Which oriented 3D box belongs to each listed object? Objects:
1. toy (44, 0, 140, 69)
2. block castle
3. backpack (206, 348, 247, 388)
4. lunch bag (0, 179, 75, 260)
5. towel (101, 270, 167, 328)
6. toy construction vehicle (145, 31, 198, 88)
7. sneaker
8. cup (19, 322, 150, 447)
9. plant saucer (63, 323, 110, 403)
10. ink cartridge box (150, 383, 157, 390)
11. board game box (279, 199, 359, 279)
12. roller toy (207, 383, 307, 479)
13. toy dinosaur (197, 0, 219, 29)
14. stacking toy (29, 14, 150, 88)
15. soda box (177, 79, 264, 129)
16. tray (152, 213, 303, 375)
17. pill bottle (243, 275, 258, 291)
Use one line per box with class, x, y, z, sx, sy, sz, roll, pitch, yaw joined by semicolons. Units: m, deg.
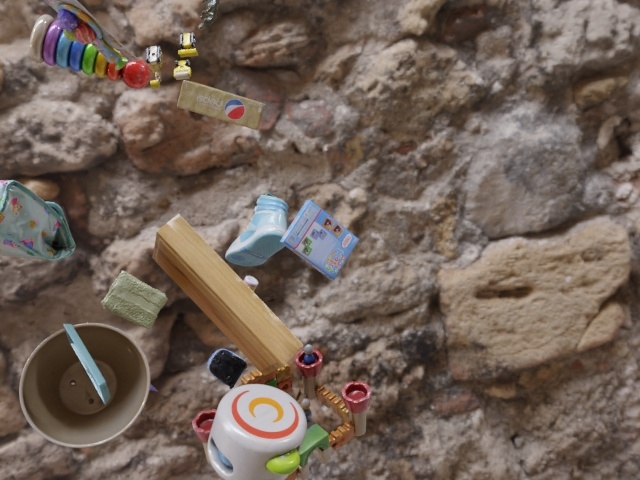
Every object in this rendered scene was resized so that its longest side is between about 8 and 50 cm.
toy;-0.559;-0.488;1.355;0.136;0.237;0.056;13;73;38
block castle;-0.104;0.502;1.637;0.453;0.213;0.303;-26;35;-33
backpack;-0.320;0.420;1.922;0.105;0.114;0.084;-57;15;-15
lunch bag;-0.775;-0.035;1.434;0.223;0.160;0.262;0;-24;21
towel;-0.480;0.157;1.490;0.027;0.148;0.110;-3;56;55
toy construction vehicle;-0.253;-0.307;0.988;0.085;0.098;0.035;-9;-25;0
sneaker;-0.209;-0.042;1.973;0.127;0.208;0.319;26;-34;-32
cup;-0.675;0.421;1.665;0.331;0.331;0.237;-21;-7;-26
plant saucer;-0.479;0.248;1.178;0.018;0.067;0.192;-25;49;-29
ink cartridge box;-0.709;0.474;2.056;0.206;0.208;0.045;-3;39;41
board game box;0.000;0.000;1.794;0.160;0.211;0.039;-57;20;-14
roller toy;-0.135;0.412;1.209;0.191;0.146;0.209;17;24;-2
toy dinosaur;-0.368;-0.801;1.929;0.064;0.268;0.118;14;-15;-25
stacking toy;-0.669;-0.545;1.705;0.330;0.141;0.141;16;10;-15
soda box;-0.218;-0.298;1.266;0.181;0.061;0.058;15;12;-9
tray;-0.231;0.141;1.366;0.076;0.411;0.203;-42;-2;-27
pill bottle;-0.223;0.150;1.715;0.043;0.083;0.043;29;17;-10
